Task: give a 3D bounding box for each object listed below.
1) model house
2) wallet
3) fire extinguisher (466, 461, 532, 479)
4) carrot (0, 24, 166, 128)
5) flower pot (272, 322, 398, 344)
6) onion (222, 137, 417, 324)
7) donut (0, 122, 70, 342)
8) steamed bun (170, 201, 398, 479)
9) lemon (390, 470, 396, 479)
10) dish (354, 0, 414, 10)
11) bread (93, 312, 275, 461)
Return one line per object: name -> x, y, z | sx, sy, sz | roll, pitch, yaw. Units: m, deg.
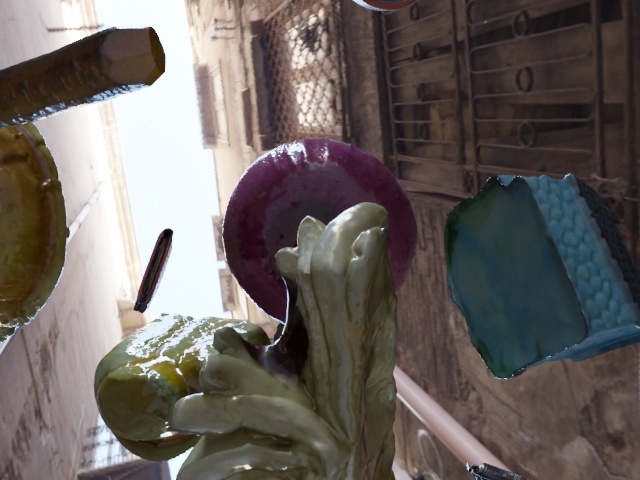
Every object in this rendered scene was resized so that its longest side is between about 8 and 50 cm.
model house -> 0.347, 0.039, 0.964 | 0.241, 0.226, 0.261 | -6, -114, -23
wallet -> -0.244, 0.045, 0.990 | 0.025, 0.232, 0.119 | 21, -99, -11
fire extinguisher -> 0.343, 0.447, 1.235 | 0.158, 0.064, 0.043 | 15, -88, 20
carrot -> -0.307, -0.150, 0.676 | 0.314, 0.066, 0.066 | -13, -77, 10
flower pot -> 0.032, 0.228, 1.504 | 0.209, 0.239, 0.189 | -43, -30, 24
onion -> -0.002, -0.017, 1.213 | 0.358, 0.345, 0.358 | 1, -107, -2
donut -> -0.615, -0.027, 1.089 | 0.448, 0.198, 0.449 | -1, -95, 9
steamed bun -> -0.026, 0.185, 0.717 | 0.189, 0.247, 0.428 | 5, -51, 14
lemon -> 0.037, 0.541, 1.439 | 0.310, 0.253, 0.253 | -29, -70, -48
dish -> 0.104, -0.540, 1.198 | 0.256, 0.117, 0.256 | -3, -78, -15
bread -> -0.252, 0.278, 1.244 | 0.300, 0.341, 0.210 | -3, -79, 10
